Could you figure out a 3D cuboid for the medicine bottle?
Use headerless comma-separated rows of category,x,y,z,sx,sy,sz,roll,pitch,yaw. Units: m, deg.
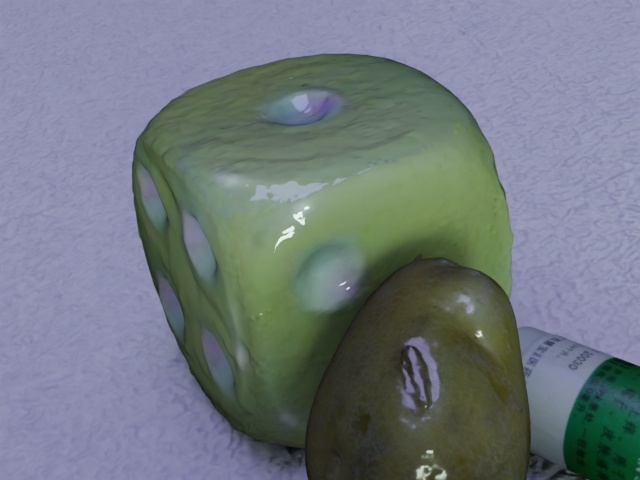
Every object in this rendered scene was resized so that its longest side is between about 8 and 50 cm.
medicine bottle,0.241,0.144,0.845,0.260,0.095,0.095,20,41,37

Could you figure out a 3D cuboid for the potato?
potato,0.071,0.125,0.809,0.160,0.235,0.178,16,-14,-21

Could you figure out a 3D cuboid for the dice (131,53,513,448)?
dice,0.000,0.000,0.980,0.254,0.249,0.252,-20,34,-19
